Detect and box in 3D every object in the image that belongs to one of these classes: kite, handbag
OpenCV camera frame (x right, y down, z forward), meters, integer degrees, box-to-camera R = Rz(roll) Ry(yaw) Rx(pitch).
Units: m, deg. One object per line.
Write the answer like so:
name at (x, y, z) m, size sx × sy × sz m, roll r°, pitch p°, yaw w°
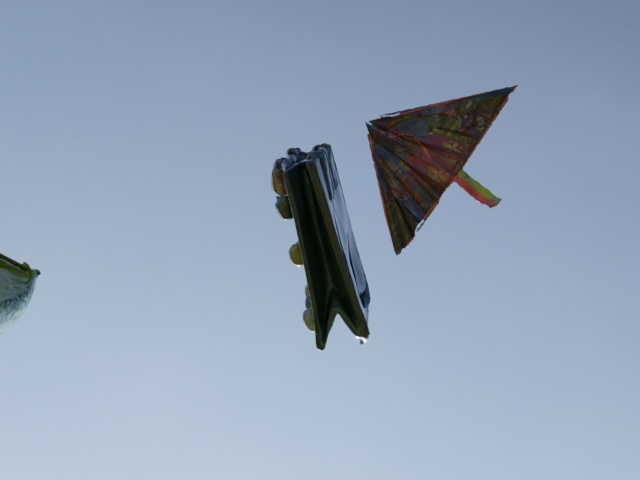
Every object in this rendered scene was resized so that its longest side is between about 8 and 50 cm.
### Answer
kite at (0.132, -0.099, 1.144) m, size 0.183 × 0.241 × 0.014 m, roll 38°, pitch -7°, yaw 18°
handbag at (-0.004, 0.003, 1.452) m, size 0.100 × 0.269 × 0.274 m, roll -14°, pitch -78°, yaw 6°

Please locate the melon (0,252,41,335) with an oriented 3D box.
melon at (-0.312, 0.033, 0.602) m, size 0.265 × 0.169 × 0.129 m, roll 29°, pitch -87°, yaw -24°
